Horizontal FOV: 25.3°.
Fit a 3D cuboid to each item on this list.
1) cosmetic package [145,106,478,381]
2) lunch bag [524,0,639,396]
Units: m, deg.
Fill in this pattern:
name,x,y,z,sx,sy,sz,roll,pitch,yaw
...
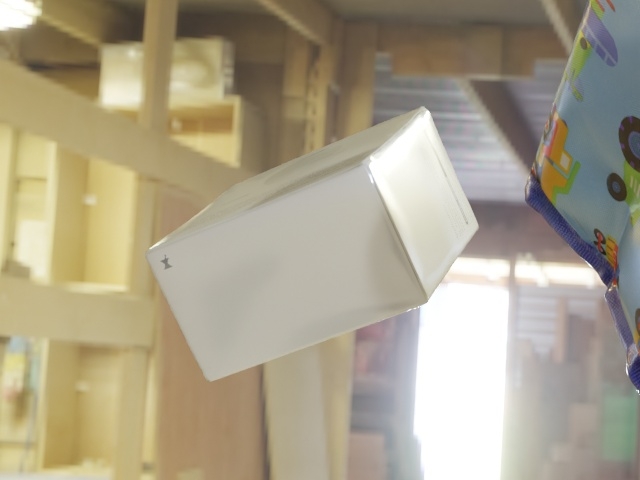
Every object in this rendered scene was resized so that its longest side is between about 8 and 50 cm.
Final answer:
name,x,y,z,sx,sy,sz,roll,pitch,yaw
cosmetic package,0.000,0.000,1.300,0.224,0.138,0.225,-21,8,23
lunch bag,0.263,-0.074,0.601,0.293,0.138,0.221,-12,-36,-17
